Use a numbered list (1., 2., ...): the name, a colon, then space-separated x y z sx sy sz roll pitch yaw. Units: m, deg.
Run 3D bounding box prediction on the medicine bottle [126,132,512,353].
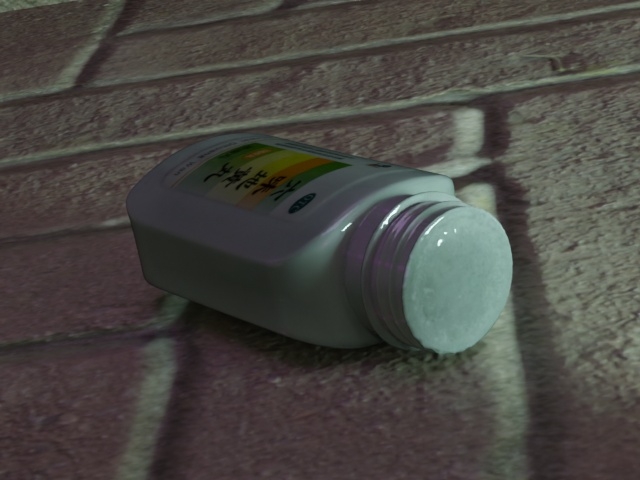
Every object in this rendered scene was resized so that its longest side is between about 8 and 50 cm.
1. medicine bottle: 0.000 0.000 1.350 0.179 0.124 0.324 -25 27 -32
